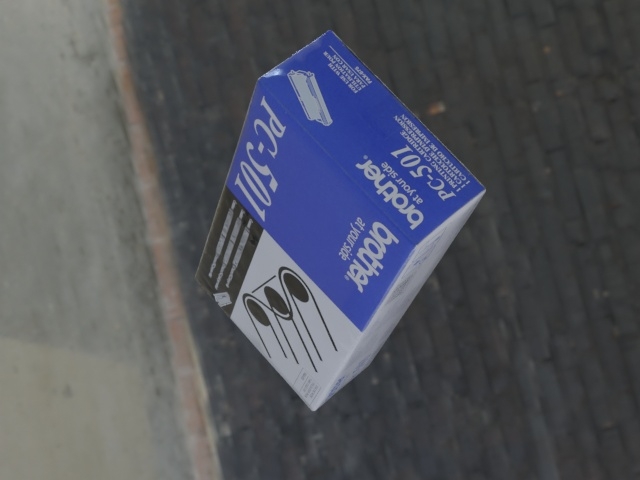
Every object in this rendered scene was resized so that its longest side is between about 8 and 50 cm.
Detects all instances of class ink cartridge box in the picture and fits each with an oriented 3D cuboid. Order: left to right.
[{"bbox_3d":[0.000,0.000,0.668,0.097,0.046,0.207,47,-26,11],"label":"ink cartridge box"}]
